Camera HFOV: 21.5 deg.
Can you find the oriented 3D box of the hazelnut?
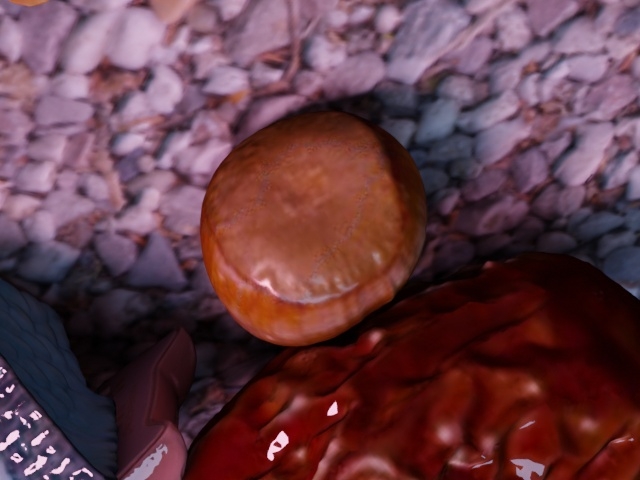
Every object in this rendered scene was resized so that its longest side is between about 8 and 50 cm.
[{"bbox_3d":[0.000,0.000,1.061,0.150,0.150,0.150,-11,136,-11],"label":"hazelnut"}]

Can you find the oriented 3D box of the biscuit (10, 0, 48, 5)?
[{"bbox_3d":[-0.185,-0.167,0.901,0.140,0.023,0.118,-37,136,14],"label":"biscuit"}]

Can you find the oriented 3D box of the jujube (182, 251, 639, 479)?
[{"bbox_3d":[0.068,0.165,1.117,0.377,0.276,0.276,-31,142,-25],"label":"jujube"}]

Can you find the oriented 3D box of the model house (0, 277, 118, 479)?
[{"bbox_3d":[-0.271,0.156,1.003,0.261,0.241,0.226,-45,137,7],"label":"model house"}]

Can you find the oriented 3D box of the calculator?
[{"bbox_3d":[-0.203,0.200,1.128,0.329,0.220,0.048,-39,108,12],"label":"calculator"}]
